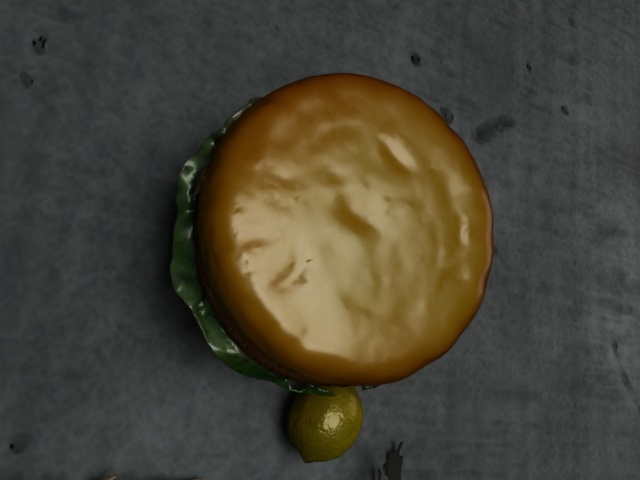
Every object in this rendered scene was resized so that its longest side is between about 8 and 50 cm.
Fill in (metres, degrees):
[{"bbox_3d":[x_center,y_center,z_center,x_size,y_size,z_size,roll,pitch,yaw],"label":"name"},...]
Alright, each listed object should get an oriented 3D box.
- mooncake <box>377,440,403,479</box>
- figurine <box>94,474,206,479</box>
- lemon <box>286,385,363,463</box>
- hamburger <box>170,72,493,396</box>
[{"bbox_3d":[-0.049,0.255,0.516,0.346,0.057,0.151,1,93,-35],"label":"mooncake"},{"bbox_3d":[-0.158,0.201,0.457,0.187,0.083,0.083,5,78,-45],"label":"figurine"},{"bbox_3d":[0.005,0.148,0.566,0.062,0.062,0.083,39,63,-21],"label":"lemon"},{"bbox_3d":[0.001,-0.001,0.527,0.245,0.170,0.246,3,80,-19],"label":"hamburger"}]
